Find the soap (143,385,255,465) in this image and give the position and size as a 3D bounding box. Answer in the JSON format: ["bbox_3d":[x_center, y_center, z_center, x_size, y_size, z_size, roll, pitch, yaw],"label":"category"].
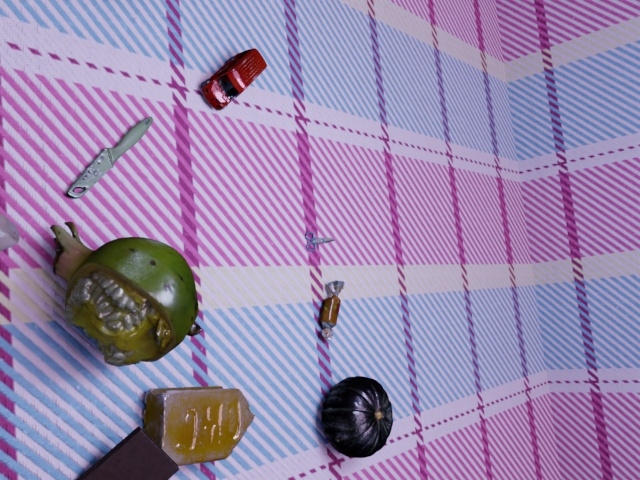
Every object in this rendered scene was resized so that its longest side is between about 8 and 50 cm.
[{"bbox_3d":[-0.264,0.406,1.421,0.258,0.080,0.160,11,78,-47],"label":"soap"}]

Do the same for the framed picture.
[{"bbox_3d":[-0.382,0.465,1.254,0.168,0.023,0.127,-40,116,-14],"label":"framed picture"}]

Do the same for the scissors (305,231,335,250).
[{"bbox_3d":[0.000,0.000,1.879,0.119,0.014,0.058,-5,86,-47],"label":"scissors"}]

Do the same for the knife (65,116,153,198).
[{"bbox_3d":[-0.452,-0.187,1.388,0.043,0.020,0.293,55,46,-29],"label":"knife"}]

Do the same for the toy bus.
[{"bbox_3d":[-0.222,-0.418,1.657,0.081,0.089,0.195,56,45,-25],"label":"toy bus"}]

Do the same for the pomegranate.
[{"bbox_3d":[-0.387,0.093,1.241,0.341,0.260,0.260,43,47,-3],"label":"pomegranate"}]

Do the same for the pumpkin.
[{"bbox_3d":[0.103,0.487,1.775,0.221,0.162,0.220,19,62,-43],"label":"pumpkin"}]

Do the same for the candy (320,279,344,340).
[{"bbox_3d":[0.028,0.198,1.844,0.053,0.047,0.181,36,61,-43],"label":"candy"}]

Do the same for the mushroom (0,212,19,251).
[{"bbox_3d":[-0.624,-0.011,1.092,0.213,0.088,0.096,-7,77,-44],"label":"mushroom"}]
